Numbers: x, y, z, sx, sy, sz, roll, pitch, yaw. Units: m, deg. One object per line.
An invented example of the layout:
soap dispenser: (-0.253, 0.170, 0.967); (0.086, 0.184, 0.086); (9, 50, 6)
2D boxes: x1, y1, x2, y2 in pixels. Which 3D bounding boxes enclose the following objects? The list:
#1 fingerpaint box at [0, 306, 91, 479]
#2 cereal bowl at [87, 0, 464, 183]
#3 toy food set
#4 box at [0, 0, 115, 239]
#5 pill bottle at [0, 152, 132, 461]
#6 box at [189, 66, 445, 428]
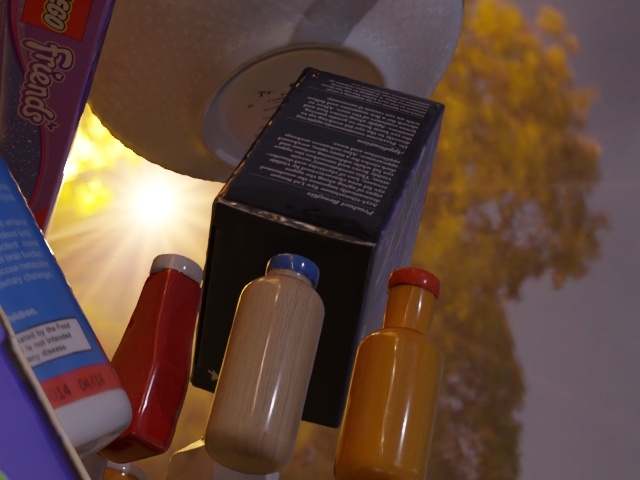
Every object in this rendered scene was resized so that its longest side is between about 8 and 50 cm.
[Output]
fingerpaint box: (-0.100, 0.288, 0.340); (0.445, 0.163, 0.371); (58, -42, 19)
cereal bowl: (-0.036, -0.158, 1.316); (0.339, 0.339, 0.141); (98, -20, -52)
toy food set: (-0.053, 0.072, 0.757); (0.232, 0.111, 0.104); (-22, -135, 45)
box: (-0.253, -0.107, 1.043); (0.293, 0.201, 0.057); (117, -10, -46)
pill bottle: (-0.174, 0.001, 0.615); (0.221, 0.124, 0.124); (62, -20, 7)
box: (0.000, 0.000, 1.089); (0.207, 0.108, 0.153); (-63, 166, -54)
